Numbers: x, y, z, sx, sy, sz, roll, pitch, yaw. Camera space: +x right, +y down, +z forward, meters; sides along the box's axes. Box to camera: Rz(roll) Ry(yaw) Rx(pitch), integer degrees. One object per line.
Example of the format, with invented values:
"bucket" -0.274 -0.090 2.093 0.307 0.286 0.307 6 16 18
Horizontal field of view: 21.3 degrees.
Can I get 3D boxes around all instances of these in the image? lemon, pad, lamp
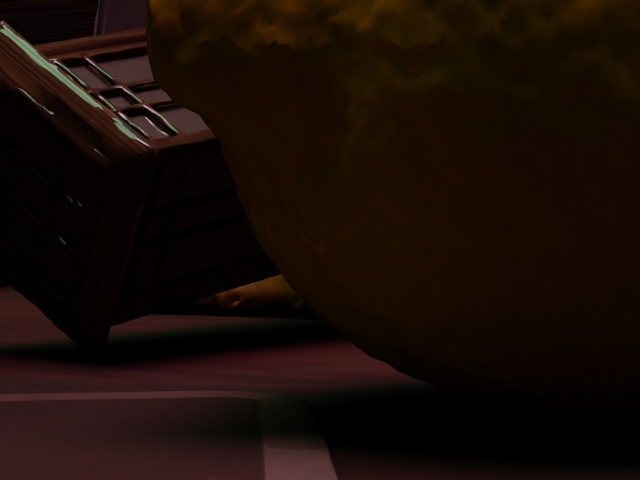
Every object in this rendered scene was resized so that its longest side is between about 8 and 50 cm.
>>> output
"lemon" 0.074 -0.048 0.431 0.244 0.187 0.187 4 0 -23
"pad" -0.084 0.048 0.339 0.176 0.002 0.266 -1 2 -3
"lamp" 0.015 -0.050 0.683 0.325 0.090 0.089 -16 45 -45

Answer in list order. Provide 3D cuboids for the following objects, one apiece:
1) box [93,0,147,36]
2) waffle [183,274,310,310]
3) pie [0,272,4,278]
"box" -0.005 -0.084 1.061 0.290 0.220 0.166 0 -12 11
"waffle" 0.000 0.000 0.848 0.160 0.055 0.211 2 5 25
"pie" -0.310 -0.023 1.024 0.288 0.103 0.355 -1 -2 7
